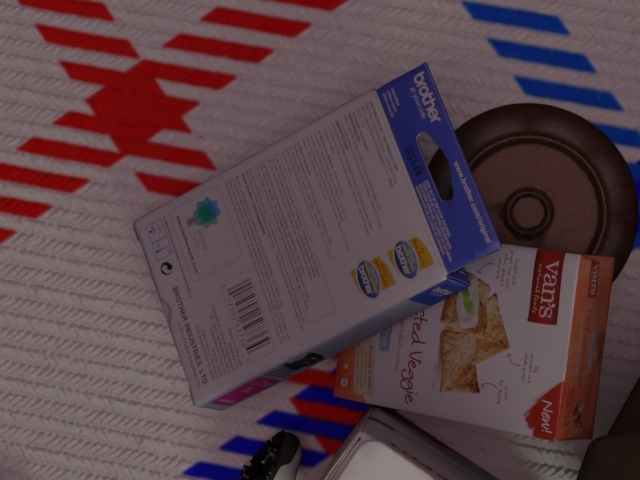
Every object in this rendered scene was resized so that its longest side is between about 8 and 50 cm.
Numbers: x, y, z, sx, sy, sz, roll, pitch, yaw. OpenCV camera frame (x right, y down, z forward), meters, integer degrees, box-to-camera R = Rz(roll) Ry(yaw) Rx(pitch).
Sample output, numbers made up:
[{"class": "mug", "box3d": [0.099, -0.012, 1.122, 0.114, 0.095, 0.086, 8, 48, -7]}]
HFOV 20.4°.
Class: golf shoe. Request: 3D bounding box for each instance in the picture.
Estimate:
[{"class": "golf shoe", "box3d": [-0.042, 0.269, 1.594, 0.094, 0.077, 0.198, 19, 94, -13]}]

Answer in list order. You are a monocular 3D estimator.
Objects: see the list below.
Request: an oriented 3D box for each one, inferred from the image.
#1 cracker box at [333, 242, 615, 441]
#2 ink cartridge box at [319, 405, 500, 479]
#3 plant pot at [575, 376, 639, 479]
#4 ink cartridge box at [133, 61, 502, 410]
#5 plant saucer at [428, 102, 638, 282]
[{"class": "cracker box", "box3d": [0.128, 0.076, 1.518, 0.232, 0.067, 0.155, 7, 91, 37]}, {"class": "ink cartridge box", "box3d": [0.093, 0.243, 1.467, 0.207, 0.283, 0.117, 34, 93, 4]}, {"class": "plant pot", "box3d": [0.391, 0.139, 1.452, 0.323, 0.323, 0.280, 17, 76, 5]}, {"class": "ink cartridge box", "box3d": [0.000, 0.000, 1.523, 0.311, 0.065, 0.185, -29, 68, 22]}, {"class": "plant saucer", "box3d": [0.185, -0.025, 1.584, 0.199, 0.036, 0.198, 0, 91, 4]}]
